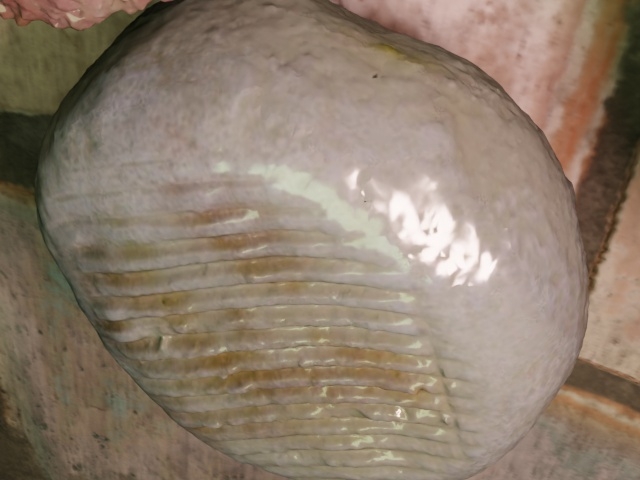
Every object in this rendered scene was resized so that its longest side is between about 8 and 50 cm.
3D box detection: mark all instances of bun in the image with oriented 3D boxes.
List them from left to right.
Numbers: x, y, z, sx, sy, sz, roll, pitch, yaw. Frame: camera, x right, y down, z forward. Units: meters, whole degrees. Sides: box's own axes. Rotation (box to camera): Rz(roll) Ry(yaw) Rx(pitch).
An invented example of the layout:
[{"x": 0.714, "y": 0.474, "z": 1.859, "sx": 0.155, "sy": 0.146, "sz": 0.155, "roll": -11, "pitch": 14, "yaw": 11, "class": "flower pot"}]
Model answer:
[{"x": 0.000, "y": 0.000, "z": 0.769, "sx": 0.362, "sy": 0.211, "sz": 0.362, "roll": 15, "pitch": 137, "yaw": 14, "class": "bun"}]

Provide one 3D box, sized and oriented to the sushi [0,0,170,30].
[{"x": -0.157, "y": -0.197, "z": 0.682, "sx": 0.241, "sy": 0.161, "sz": 0.107, "roll": 11, "pitch": 140, "yaw": 19, "class": "sushi"}]
